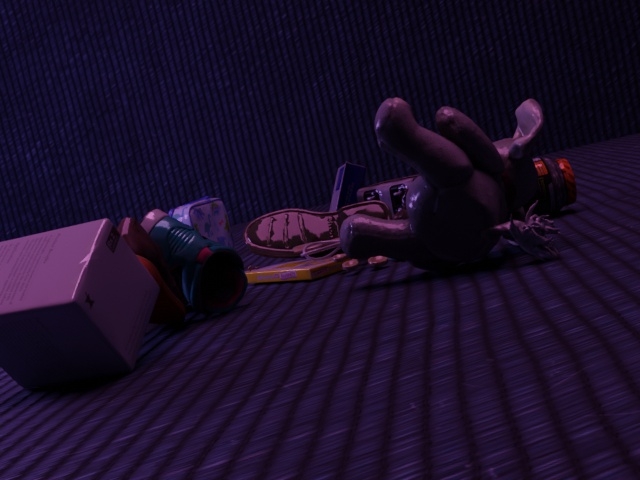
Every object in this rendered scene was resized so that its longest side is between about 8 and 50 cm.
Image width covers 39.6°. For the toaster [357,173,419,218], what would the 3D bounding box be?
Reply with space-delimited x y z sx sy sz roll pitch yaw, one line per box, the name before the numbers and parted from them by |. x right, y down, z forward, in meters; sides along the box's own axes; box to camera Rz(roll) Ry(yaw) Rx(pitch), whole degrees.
toaster | 0.207 -0.104 2.304 0.168 0.110 0.185 -9 7 31

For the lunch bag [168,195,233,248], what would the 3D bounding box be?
lunch bag | -0.326 -0.026 2.448 0.090 0.176 0.219 -11 7 22

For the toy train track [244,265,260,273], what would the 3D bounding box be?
toy train track | -0.166 0.067 1.959 0.048 0.014 0.083 -8 8 45

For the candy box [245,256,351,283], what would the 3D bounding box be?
candy box | -0.045 0.057 1.707 0.105 0.027 0.205 -13 5 -39

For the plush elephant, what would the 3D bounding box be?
plush elephant | 0.232 -0.090 1.386 0.329 0.272 0.255 18 31 16

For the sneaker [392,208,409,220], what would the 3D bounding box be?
sneaker | 0.202 -0.044 2.047 0.071 0.066 0.188 -29 -2 8

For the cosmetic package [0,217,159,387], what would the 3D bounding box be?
cosmetic package | -0.344 0.086 1.195 0.183 0.151 0.151 -10 43 20

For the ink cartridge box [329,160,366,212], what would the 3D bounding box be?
ink cartridge box | 0.070 -0.121 2.405 0.065 0.166 0.333 12 2 -2

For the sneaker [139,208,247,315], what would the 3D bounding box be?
sneaker | -0.211 0.069 1.539 0.124 0.178 0.295 -55 -16 -21

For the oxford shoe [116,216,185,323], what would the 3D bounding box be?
oxford shoe | -0.262 0.057 1.386 0.096 0.098 0.271 -1 -26 2

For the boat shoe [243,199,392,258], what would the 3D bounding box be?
boat shoe | 0.000 0.000 1.820 0.307 0.111 0.104 -5 -32 7

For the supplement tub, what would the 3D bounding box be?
supplement tub | 0.391 -0.094 1.730 0.190 0.117 0.117 -13 5 0

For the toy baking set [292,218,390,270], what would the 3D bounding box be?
toy baking set | 0.073 0.001 1.658 0.196 0.030 0.256 -24 22 -37

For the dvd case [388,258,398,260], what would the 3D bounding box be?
dvd case | 0.177 0.016 1.660 0.119 0.013 0.087 -16 6 -17
